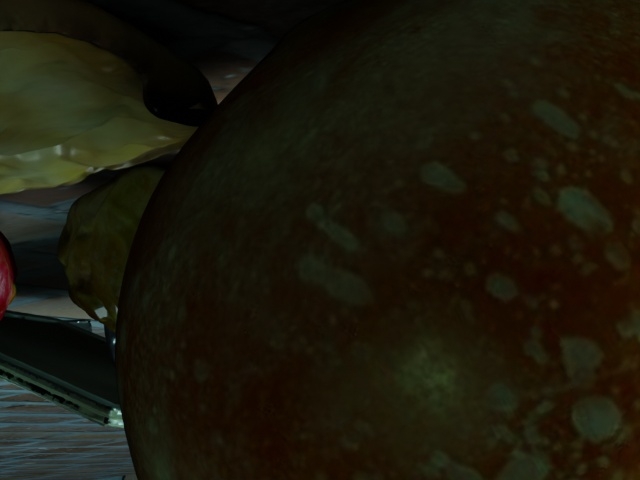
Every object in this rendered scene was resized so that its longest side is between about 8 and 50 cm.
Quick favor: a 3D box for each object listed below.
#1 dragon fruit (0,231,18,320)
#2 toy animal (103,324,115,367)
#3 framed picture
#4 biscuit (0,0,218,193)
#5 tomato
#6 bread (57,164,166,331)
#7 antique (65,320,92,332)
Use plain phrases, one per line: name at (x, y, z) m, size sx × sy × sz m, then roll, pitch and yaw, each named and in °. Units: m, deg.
dragon fruit at (-0.193, 0.019, 0.857) m, size 0.094 × 0.094 × 0.190 m, roll -6°, pitch 176°, yaw 1°
toy animal at (0.019, 0.057, 1.025) m, size 0.298 × 0.122 × 0.185 m, roll 8°, pitch -164°, yaw 6°
framed picture at (-0.153, 0.080, 1.058) m, size 0.274 × 0.017 × 0.217 m, roll 18°, pitch -178°, yaw 39°
biscuit at (-0.143, -0.054, 0.634) m, size 0.203 × 0.041 × 0.260 m, roll -4°, pitch 169°, yaw 8°
tomato at (0.047, 0.019, 0.600) m, size 0.270 × 0.223 × 0.270 m, roll -27°, pitch -171°, yaw 5°
bread at (0.000, 0.000, 0.860) m, size 0.269 × 0.087 × 0.098 m, roll -4°, pitch 173°, yaw -5°
antique at (-0.234, 0.090, 1.405) m, size 0.031 × 0.015 × 0.192 m, roll -1°, pitch 169°, yaw -26°
